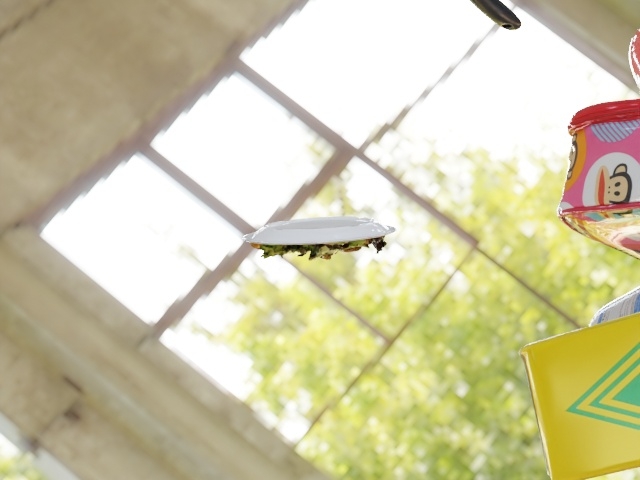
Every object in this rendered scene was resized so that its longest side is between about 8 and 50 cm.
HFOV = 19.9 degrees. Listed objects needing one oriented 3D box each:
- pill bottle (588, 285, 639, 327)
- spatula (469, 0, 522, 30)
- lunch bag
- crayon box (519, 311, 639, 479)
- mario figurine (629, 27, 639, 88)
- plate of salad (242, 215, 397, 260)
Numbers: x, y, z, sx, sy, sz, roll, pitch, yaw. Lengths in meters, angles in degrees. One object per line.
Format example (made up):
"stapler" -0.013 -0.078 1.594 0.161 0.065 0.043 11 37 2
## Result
"pill bottle" 0.374 0.111 2.021 0.124 0.124 0.221 -44 3 -35
"spatula" 0.139 -0.315 2.134 0.084 0.296 0.030 -9 64 46
"lunch bag" 0.376 -0.040 1.565 0.293 0.258 0.120 18 -105 -42
"crayon box" 0.347 0.076 1.277 0.313 0.106 0.363 -18 -9 23
"mario figurine" 0.425 -0.192 1.675 0.170 0.320 0.198 3 -94 -38
"plate of salad" 0.000 0.000 2.346 0.200 0.200 0.048 -19 -72 -69
